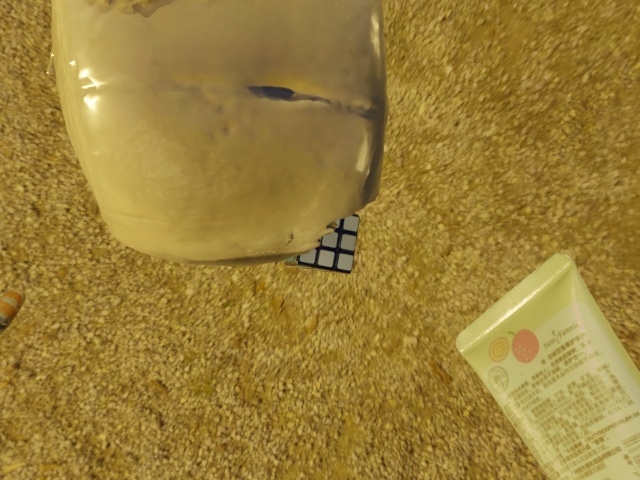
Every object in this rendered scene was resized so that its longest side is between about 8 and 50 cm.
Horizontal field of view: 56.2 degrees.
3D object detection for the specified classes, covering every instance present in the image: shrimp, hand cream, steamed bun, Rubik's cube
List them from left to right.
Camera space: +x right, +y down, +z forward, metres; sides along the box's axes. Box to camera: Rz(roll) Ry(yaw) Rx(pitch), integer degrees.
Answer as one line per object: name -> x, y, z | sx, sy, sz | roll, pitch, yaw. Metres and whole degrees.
shrimp -> -0.640, 0.170, 1.176 | 0.049, 0.161, 0.166 | 35, 106, -16
steamed bun -> -0.069, -0.124, 0.497 | 0.290, 0.273, 0.272 | -16, 72, -7
Rubik's cube -> 0.000, 0.000, 1.605 | 0.163, 0.162, 0.160 | 10, 85, -15
hand cream -> 0.228, 0.171, 0.478 | 0.147, 0.093, 0.306 | -51, 55, 36
